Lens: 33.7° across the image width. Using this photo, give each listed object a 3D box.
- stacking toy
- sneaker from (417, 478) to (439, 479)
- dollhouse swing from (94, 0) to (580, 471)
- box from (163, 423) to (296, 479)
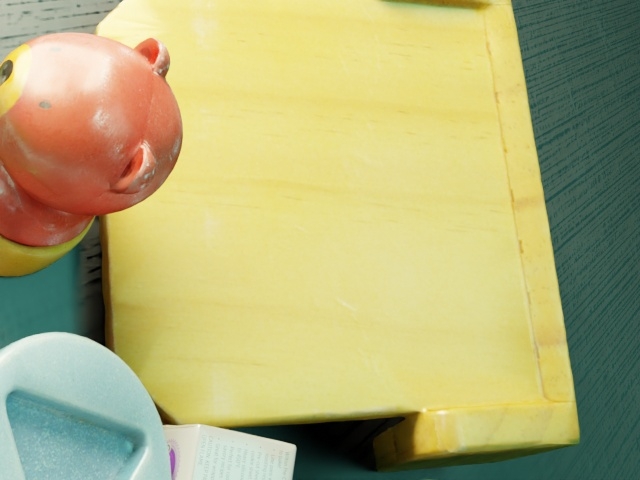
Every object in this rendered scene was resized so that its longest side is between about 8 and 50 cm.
[{"bbox_3d":[-0.175,0.021,0.474,0.279,0.130,0.309,19,61,-51],"label":"stacking toy"},{"bbox_3d":[0.022,0.301,0.665,0.126,0.127,0.321,43,69,-30],"label":"sneaker"},{"bbox_3d":[0.000,0.000,0.797,0.315,0.305,0.347,111,-26,-74],"label":"dollhouse swing"},{"bbox_3d":[-0.074,0.258,0.528,0.067,0.063,0.324,18,69,-31],"label":"box"}]
